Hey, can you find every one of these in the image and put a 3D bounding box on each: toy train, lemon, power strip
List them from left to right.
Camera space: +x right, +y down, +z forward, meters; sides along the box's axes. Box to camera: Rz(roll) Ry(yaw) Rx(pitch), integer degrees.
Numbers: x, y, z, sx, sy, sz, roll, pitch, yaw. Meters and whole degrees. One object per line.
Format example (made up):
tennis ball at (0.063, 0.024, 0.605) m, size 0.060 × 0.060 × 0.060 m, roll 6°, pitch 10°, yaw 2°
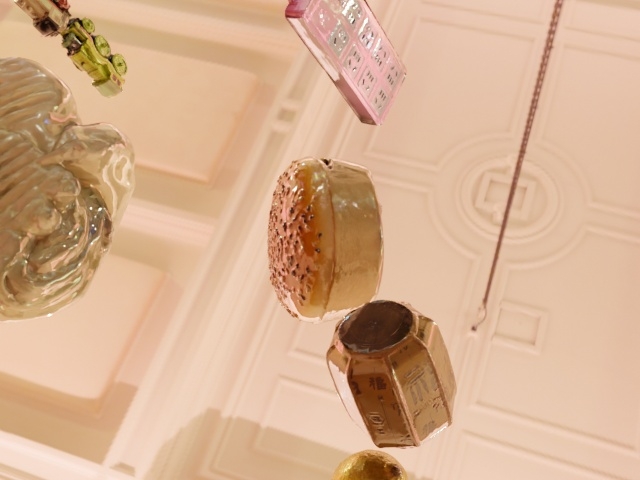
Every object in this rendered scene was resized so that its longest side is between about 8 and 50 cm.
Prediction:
toy train at (-0.409, -0.341, 1.260) m, size 0.053 × 0.249 × 0.085 m, roll -16°, pitch -132°, yaw 25°
power strip at (0.044, -0.277, 1.106) m, size 0.037 × 0.279 × 0.109 m, roll 17°, pitch -107°, yaw 36°
lemon at (0.071, 0.355, 1.111) m, size 0.109 × 0.133 × 0.109 m, roll 26°, pitch -145°, yaw -20°

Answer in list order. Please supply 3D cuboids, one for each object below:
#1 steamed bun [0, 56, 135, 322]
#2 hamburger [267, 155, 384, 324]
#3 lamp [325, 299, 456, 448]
steamed bun at (-0.421, -0.049, 1.043) m, size 0.352 × 0.247 × 0.339 m, roll 26°, pitch -120°, yaw 11°
hamburger at (0.000, 0.000, 1.322) m, size 0.176 × 0.300 × 0.300 m, roll 2°, pitch -122°, yaw -10°
lamp at (0.097, 0.180, 1.047) m, size 0.161 × 0.185 × 0.161 m, roll -14°, pitch -146°, yaw 10°
